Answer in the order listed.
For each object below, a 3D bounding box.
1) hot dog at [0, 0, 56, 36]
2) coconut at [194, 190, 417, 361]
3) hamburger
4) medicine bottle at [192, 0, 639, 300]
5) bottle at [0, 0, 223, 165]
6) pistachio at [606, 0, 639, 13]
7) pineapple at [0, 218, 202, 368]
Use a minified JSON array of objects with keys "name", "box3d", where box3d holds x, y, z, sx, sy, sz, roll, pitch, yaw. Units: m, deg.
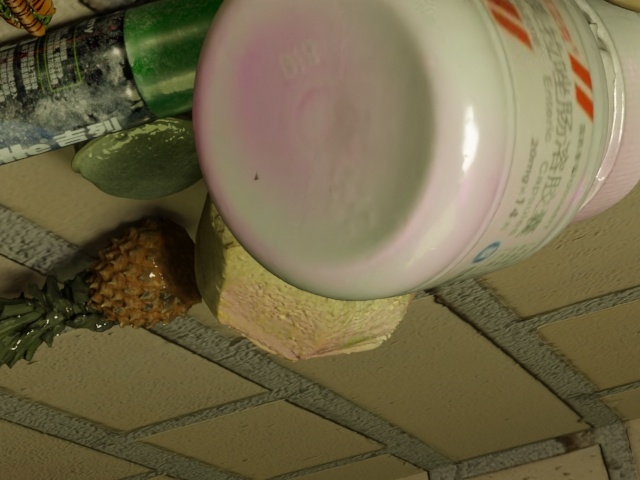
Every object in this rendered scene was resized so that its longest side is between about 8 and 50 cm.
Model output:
[{"name":"hot dog","box3d":[-0.227,-0.186,1.088,0.049,0.037,0.122,-9,157,7]},{"name":"coconut","box3d":[0.000,0.000,1.389,0.233,0.233,0.245,-6,157,-8]},{"name":"hamburger","box3d":[-0.158,-0.088,1.325,0.133,0.062,0.140,-18,155,10]},{"name":"medicine bottle","box3d":[0.094,-0.097,1.096,0.256,0.256,0.325,-28,168,38]},{"name":"bottle","box3d":[-0.201,-0.123,1.177,0.330,0.093,0.093,-15,158,12]},{"name":"pistachio","box3d":[0.261,-0.227,1.075,0.226,0.136,0.136,-4,159,-33]},{"name":"pineapple","box3d":[-0.257,0.061,1.592,0.277,0.119,0.130,-19,-160,24]}]
